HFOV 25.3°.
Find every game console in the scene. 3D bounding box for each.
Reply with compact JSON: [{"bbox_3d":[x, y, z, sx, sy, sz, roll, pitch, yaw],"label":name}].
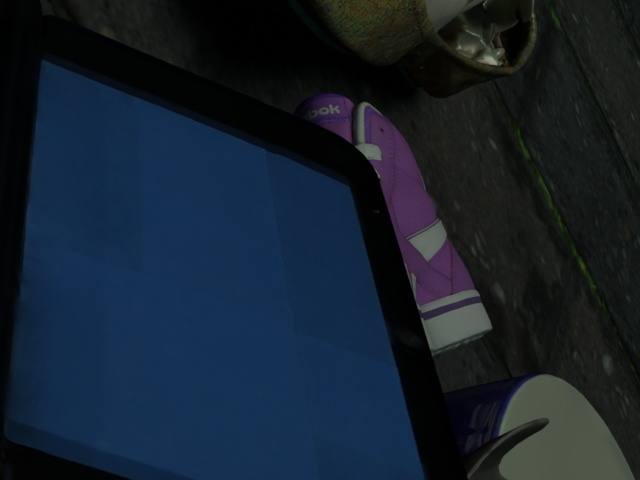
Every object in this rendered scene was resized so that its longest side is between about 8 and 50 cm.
[{"bbox_3d":[-0.051,-0.051,0.433,0.293,0.173,0.250,-104,-171,-55],"label":"game console"}]

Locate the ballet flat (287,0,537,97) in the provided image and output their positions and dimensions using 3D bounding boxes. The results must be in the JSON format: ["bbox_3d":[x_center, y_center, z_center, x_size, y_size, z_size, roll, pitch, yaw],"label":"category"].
[{"bbox_3d":[0.070,-0.162,0.883,0.348,0.123,0.123,12,62,-73],"label":"ballet flat"}]

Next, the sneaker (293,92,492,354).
[{"bbox_3d":[-0.001,0.000,0.753,0.161,0.102,0.282,70,16,5],"label":"sneaker"}]

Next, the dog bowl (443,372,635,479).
[{"bbox_3d":[0.111,0.212,0.808,0.265,0.104,0.265,40,40,-46],"label":"dog bowl"}]

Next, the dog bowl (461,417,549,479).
[{"bbox_3d":[0.078,0.244,0.524,0.349,0.102,0.349,34,47,-46],"label":"dog bowl"}]
